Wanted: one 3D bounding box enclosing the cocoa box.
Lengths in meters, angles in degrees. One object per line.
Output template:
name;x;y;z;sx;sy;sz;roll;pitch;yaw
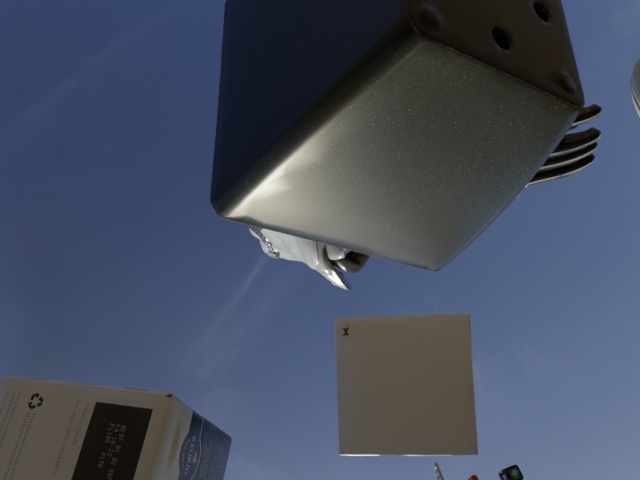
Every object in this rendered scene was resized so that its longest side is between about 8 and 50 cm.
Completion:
cocoa box;-0.274;0.363;0.751;0.232;0.228;0.346;3;-118;14

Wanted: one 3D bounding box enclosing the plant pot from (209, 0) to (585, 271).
plant pot;0.054;-0.109;0.416;0.188;0.167;0.187;15;-120;-28

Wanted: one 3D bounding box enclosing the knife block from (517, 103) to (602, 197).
knife block;0.174;-0.085;0.742;0.242;0.275;0.088;22;-149;-35

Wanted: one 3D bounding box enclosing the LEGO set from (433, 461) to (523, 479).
LEGO set;0.145;0.355;0.866;0.183;0.244;0.060;17;-137;-50

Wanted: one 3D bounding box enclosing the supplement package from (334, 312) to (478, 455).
supplement package;0.140;0.227;1.028;0.200;0.262;0.197;-3;-102;10

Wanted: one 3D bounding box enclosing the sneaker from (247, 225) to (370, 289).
sneaker;0.000;0.000;1.111;0.210;0.366;0.137;32;-96;18

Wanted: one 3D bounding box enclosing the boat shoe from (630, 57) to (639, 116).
boat shoe;0.584;-0.064;0.808;0.187;0.156;0.500;-37;-114;2
